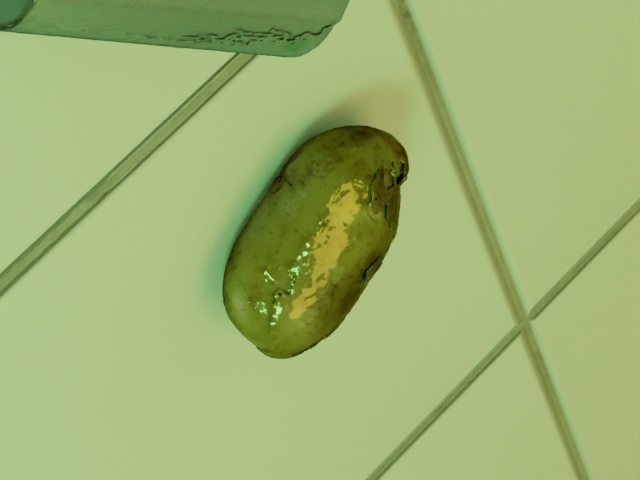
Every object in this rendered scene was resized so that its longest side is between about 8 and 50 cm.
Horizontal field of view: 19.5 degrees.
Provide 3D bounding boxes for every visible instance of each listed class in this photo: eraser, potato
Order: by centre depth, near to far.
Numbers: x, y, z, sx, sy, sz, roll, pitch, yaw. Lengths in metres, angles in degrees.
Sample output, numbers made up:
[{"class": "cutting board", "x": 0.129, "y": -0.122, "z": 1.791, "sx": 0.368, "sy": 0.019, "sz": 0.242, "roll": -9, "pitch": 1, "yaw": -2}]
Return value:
[{"class": "eraser", "x": -0.069, "y": -0.183, "z": 0.999, "sx": 0.227, "sy": 0.081, "sz": 0.174, "roll": -2, "pitch": 126, "yaw": -50}, {"class": "potato", "x": 0.000, "y": 0.000, "z": 1.246, "sx": 0.107, "sy": 0.080, "sz": 0.170, "roll": 34, "pitch": 94, "yaw": -43}]
